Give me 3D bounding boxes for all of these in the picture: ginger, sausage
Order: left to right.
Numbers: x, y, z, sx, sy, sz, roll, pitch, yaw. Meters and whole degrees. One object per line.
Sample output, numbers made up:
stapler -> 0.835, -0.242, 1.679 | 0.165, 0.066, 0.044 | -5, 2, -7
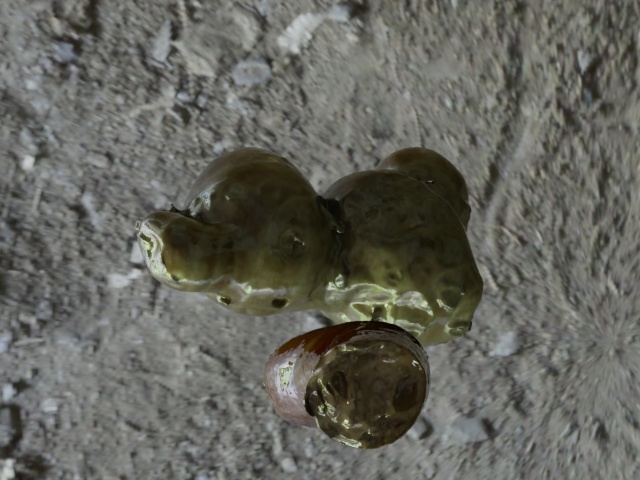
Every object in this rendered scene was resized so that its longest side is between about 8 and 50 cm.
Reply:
ginger -> 0.000, 0.000, 1.181 | 0.256, 0.375, 0.176 | -117, 37, -46
sausage -> 0.021, 0.098, 0.863 | 0.102, 0.302, 0.076 | -15, 87, -9
